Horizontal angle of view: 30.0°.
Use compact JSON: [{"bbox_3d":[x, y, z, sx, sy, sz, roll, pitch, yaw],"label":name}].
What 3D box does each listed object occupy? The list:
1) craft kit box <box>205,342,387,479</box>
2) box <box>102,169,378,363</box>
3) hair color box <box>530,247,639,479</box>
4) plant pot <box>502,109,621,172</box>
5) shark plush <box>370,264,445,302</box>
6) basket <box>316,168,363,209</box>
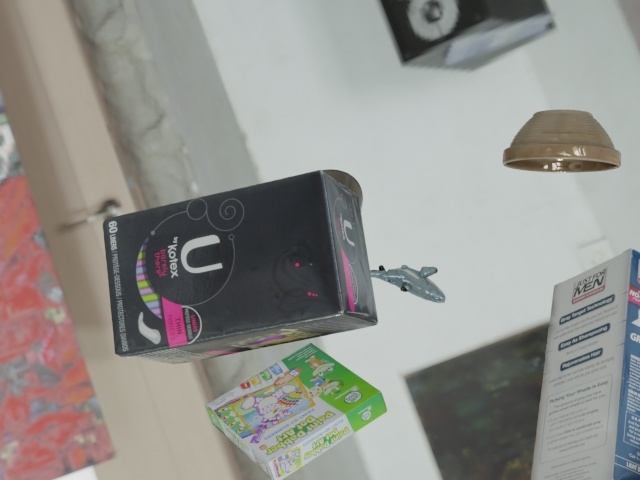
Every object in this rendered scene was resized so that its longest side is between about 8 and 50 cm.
[{"bbox_3d":[-0.048,0.310,2.191,0.250,0.061,0.247,-30,-146,-22],"label":"craft kit box"},{"bbox_3d":[-0.090,0.037,1.354,0.270,0.165,0.143,-13,167,16],"label":"box"},{"bbox_3d":[0.396,0.203,1.643,0.105,0.347,0.174,25,148,-21],"label":"hair color box"},{"bbox_3d":[0.490,-0.203,2.422,0.238,0.109,0.237,2,176,0],"label":"plant pot"},{"bbox_3d":[0.167,0.076,2.308,0.073,0.161,0.067,-54,-160,28],"label":"shark plush"},{"bbox_3d":[0.000,0.000,2.219,0.204,0.154,0.227,-44,-156,20],"label":"basket"}]
